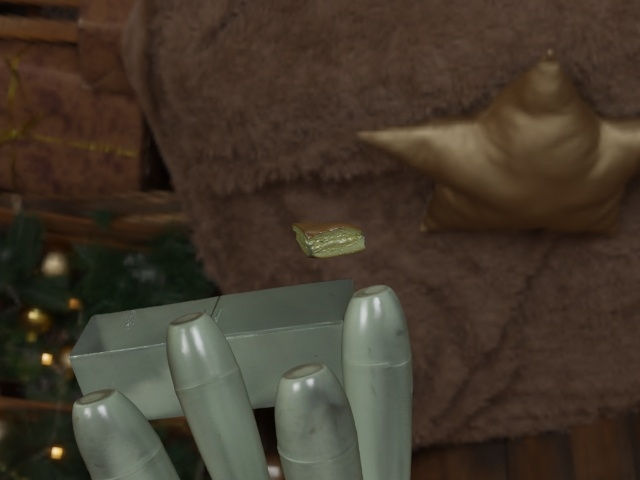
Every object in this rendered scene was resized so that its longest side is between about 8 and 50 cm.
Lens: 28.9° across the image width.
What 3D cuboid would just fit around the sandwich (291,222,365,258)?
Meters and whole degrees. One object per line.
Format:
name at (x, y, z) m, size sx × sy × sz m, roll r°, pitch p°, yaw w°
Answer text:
sandwich at (0.000, 0.000, 1.248) m, size 0.083 × 0.044 × 0.031 m, roll 1°, pitch 109°, yaw 29°

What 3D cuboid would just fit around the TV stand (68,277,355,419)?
TV stand at (-0.094, 0.107, 1.186) m, size 0.269 × 0.083 × 0.088 m, roll -8°, pitch 118°, yaw 12°

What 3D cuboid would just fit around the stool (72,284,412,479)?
stool at (-0.030, 0.154, 0.818) m, size 0.195 × 0.195 × 0.198 m, roll -10°, pitch 101°, yaw 22°
